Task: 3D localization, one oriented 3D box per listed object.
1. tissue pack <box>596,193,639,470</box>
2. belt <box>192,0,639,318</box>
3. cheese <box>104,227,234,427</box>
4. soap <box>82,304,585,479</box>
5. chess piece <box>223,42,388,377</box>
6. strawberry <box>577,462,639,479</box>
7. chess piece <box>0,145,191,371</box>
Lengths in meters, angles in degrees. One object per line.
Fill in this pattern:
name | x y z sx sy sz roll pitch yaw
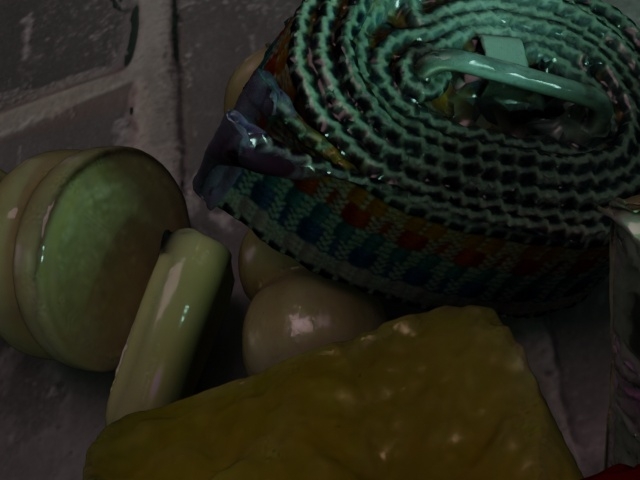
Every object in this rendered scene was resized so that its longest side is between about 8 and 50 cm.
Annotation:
tissue pack | 0.273 0.050 0.725 0.256 0.215 0.123 -16 33 -14
belt | 0.085 -0.075 0.910 0.295 0.160 0.207 17 59 -10
cheese | -0.122 0.119 0.990 0.054 0.127 0.252 17 74 4
soap | 0.027 0.237 0.772 0.306 0.115 0.427 -19 60 -1
chess piece | 0.000 0.000 1.009 0.142 0.143 0.261 -13 56 16
strawberry | 0.258 0.208 0.578 0.345 0.295 0.317 -6 5 -28
chess piece | -0.262 0.007 1.121 0.299 0.167 0.167 3 54 36
